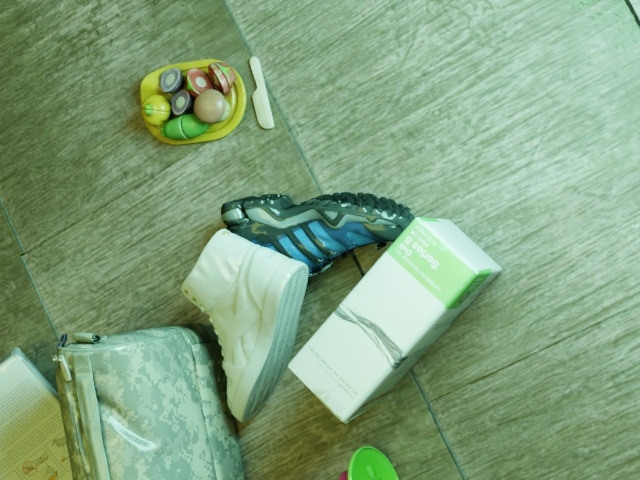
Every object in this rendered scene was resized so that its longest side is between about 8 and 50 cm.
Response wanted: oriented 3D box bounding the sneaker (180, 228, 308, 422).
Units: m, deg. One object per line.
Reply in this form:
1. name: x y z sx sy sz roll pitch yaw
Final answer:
1. sneaker: -0.127 0.119 1.559 0.169 0.108 0.292 27 122 19

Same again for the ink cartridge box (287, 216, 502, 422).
1. ink cartridge box: 0.105 0.105 1.456 0.115 0.198 0.273 44 103 13

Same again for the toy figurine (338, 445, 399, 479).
1. toy figurine: 0.033 0.402 1.549 0.159 0.130 0.173 -26 107 31

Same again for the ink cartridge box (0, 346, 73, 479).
1. ink cartridge box: -0.519 0.363 1.686 0.296 0.066 0.261 -38 105 -8

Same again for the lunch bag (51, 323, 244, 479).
1. lunch bag: -0.268 0.274 1.554 0.213 0.256 0.305 -10 87 18

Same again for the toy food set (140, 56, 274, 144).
1. toy food set: -0.189 -0.217 1.618 0.218 0.071 0.128 -7 89 18

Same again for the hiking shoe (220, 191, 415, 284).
1. hiking shoe: 0.000 0.000 1.550 0.304 0.113 0.132 2 102 27
